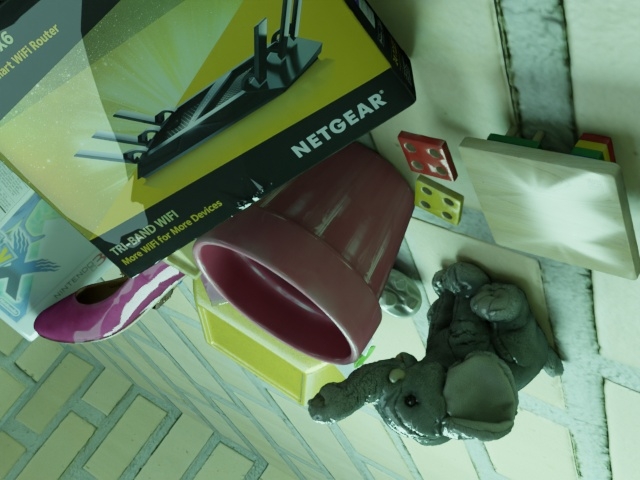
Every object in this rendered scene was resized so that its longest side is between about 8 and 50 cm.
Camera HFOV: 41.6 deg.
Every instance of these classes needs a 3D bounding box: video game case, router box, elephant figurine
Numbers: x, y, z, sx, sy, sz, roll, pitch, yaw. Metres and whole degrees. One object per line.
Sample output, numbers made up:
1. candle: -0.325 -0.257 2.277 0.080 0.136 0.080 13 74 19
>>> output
1. video game case: -0.433 -0.051 1.255 0.036 0.300 0.329 32 163 52
2. router box: -0.117 -0.136 0.671 0.309 0.081 0.243 -31 120 21
3. elephant figurine: 0.134 0.158 0.922 0.186 0.239 0.169 24 155 27

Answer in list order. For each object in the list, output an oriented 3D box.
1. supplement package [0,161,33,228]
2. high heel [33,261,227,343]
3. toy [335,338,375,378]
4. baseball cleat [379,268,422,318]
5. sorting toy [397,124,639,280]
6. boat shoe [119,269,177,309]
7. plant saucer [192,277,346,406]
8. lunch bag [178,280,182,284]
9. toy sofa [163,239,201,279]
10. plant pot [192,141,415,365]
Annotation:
1. supplement package: -0.389 -0.189 0.951 0.199 0.263 0.198 24 156 28
2. high heel: -0.279 0.030 1.233 0.377 0.127 0.181 -17 110 11
3. toy: -0.009 0.080 1.198 0.237 0.056 0.137 47 149 20
4. baseball cleat: 0.030 0.030 1.043 0.206 0.072 0.109 43 164 -9
5. sorting toy: 0.189 -0.040 0.698 0.274 0.046 0.132 17 151 39
6. boat shoe: -0.360 0.059 1.674 0.073 0.073 0.207 16 150 42
7. plant saucer: -0.103 0.183 1.537 0.333 0.081 0.333 31 157 12
8. lunch bag: -0.267 0.033 1.491 0.067 0.065 0.098 26 156 23
9. toy sofa: -0.183 -0.111 0.956 0.177 0.150 0.362 29 158 8
10. plant pot: 0.000 0.000 0.877 0.201 0.180 0.201 31 158 14
